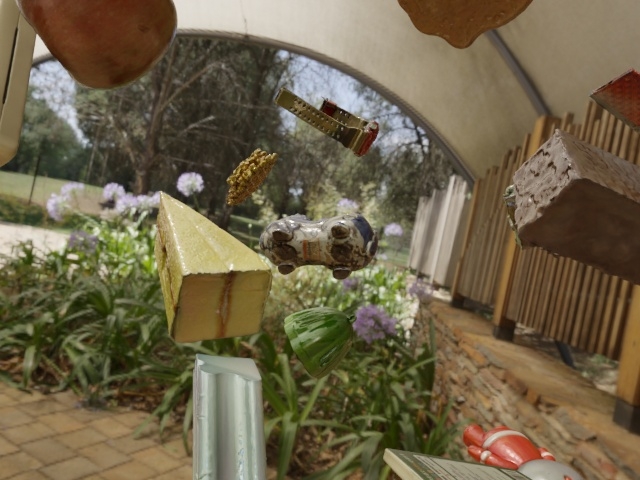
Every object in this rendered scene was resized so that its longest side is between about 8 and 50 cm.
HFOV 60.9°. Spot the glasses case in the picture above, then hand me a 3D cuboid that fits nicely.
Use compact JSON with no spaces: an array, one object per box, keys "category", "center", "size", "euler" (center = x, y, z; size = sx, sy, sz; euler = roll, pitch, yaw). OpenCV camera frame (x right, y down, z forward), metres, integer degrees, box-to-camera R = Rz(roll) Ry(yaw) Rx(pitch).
[{"category":"glasses case","center":[-0.548,-0.265,0.904],"size":[0.131,0.313,0.070],"euler":[-17,-24,31]}]

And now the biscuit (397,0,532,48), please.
[{"category":"biscuit","center":[0.374,-0.722,1.440],"size":[0.365,0.385,0.062],"euler":[-36,3,31]}]

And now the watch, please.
[{"category":"watch","center":[0.026,-0.320,1.424],"size":[0.268,0.102,0.165],"euler":[33,24,7]}]

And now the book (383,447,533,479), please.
[{"category":"book","center":[0.256,0.393,0.860],"size":[0.263,0.027,0.202],"euler":[15,-3,-17]}]

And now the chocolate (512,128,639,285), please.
[{"category":"chocolate","center":[0.377,-0.017,0.633],"size":[0.320,0.112,0.112],"euler":[19,-45,-14]}]

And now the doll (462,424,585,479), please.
[{"category":"doll","center":[0.419,0.464,1.073],"size":[0.199,0.106,0.336],"euler":[9,5,-18]}]

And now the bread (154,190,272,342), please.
[{"category":"bread","center":[-0.206,0.037,1.004],"size":[0.163,0.168,0.264],"euler":[-1,41,-25]}]

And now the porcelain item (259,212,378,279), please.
[{"category":"porcelain item","center":[0.000,0.000,1.324],"size":[0.287,0.138,0.186],"euler":[-1,19,16]}]

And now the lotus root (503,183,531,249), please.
[{"category":"lotus root","center":[0.429,-0.065,1.075],"size":[0.118,0.138,0.235],"euler":[-15,10,22]}]

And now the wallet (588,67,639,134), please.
[{"category":"wallet","center":[0.535,-0.196,0.864],"size":[0.196,0.020,0.103],"euler":[33,-14,-5]}]

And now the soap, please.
[{"category":"soap","center":[-0.135,0.305,0.786],"size":[0.095,0.290,0.173],"euler":[3,-33,-16]}]

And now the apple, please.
[{"category":"apple","center":[-0.286,-0.301,0.714],"size":[0.188,0.173,0.188],"euler":[54,-8,11]}]

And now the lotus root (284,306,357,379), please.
[{"category":"lotus root","center":[0.020,0.236,1.395],"size":[0.186,0.186,0.186],"euler":[12,0,0]}]

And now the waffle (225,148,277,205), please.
[{"category":"waffle","center":[-0.226,-0.195,1.687],"size":[0.070,0.197,0.193],"euler":[40,-39,2]}]
